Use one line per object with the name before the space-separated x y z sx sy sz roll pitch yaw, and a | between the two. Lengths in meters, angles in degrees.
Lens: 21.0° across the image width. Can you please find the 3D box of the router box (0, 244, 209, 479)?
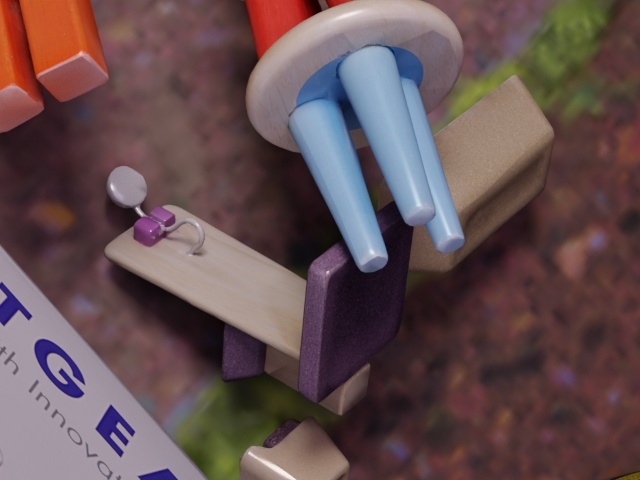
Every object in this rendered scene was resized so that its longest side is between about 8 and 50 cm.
router box | -0.041 0.150 0.279 0.082 0.301 0.335 -38 99 13

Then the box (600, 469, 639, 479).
box | 0.132 0.124 0.483 0.094 0.027 0.137 -12 88 -19

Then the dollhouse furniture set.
dollhouse furniture set | 0.000 0.000 0.461 0.081 0.091 0.114 28 44 26

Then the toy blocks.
toy blocks | -0.034 -0.055 0.397 0.123 0.054 0.148 -8 57 -20
